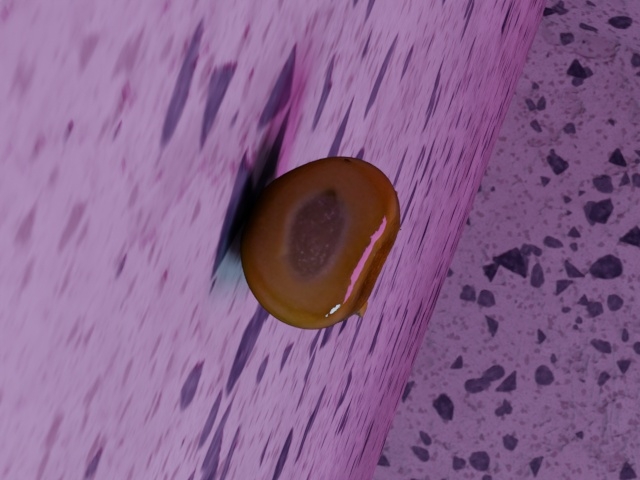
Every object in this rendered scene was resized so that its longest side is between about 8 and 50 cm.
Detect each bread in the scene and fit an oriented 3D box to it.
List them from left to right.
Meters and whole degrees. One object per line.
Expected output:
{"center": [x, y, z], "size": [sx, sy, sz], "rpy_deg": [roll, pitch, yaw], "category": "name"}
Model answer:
{"center": [0.000, -0.001, 0.612], "size": [0.062, 0.049, 0.103], "rpy_deg": [-62, 175, 1], "category": "bread"}
